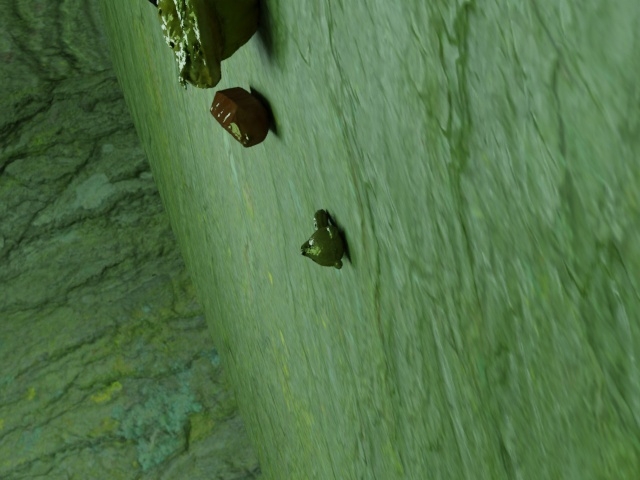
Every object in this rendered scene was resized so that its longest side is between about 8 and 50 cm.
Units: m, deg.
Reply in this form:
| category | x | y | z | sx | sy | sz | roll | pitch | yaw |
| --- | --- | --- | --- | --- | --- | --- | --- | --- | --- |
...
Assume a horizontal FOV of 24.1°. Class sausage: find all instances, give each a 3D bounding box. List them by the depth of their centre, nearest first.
| category | x | y | z | sx | sy | sz | roll | pitch | yaw |
| --- | --- | --- | --- | --- | --- | --- | --- | --- | --- |
| sausage | -0.107 | -0.167 | 2.024 | 0.169 | 0.065 | 0.065 | -135 | 31 | -69 |

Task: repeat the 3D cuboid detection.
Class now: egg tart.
| category | x | y | z | sx | sy | sz | roll | pitch | yaw |
| --- | --- | --- | --- | --- | --- | --- | --- | --- | --- |
| egg tart | -0.154 | -0.333 | 1.878 | 0.288 | 0.118 | 0.288 | 164 | 90 | -82 |

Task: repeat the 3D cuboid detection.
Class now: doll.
| category | x | y | z | sx | sy | sz | roll | pitch | yaw |
| --- | --- | --- | --- | --- | --- | --- | --- | --- | --- |
| doll | 0.009 | -0.002 | 1.749 | 0.093 | 0.051 | 0.062 | -62 | -36 | -60 |

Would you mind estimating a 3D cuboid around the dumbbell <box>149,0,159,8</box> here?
| category | x | y | z | sx | sy | sz | roll | pitch | yaw |
| --- | --- | --- | --- | --- | --- | --- | --- | --- | --- |
| dumbbell | -0.218 | -0.402 | 2.175 | 0.099 | 0.099 | 0.209 | 97 | 157 | -65 |
